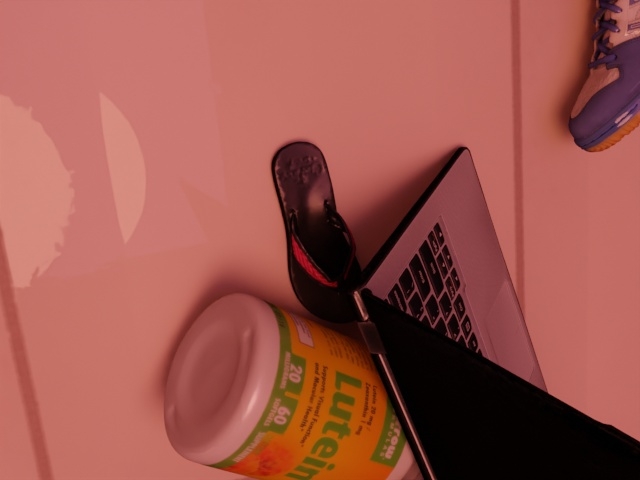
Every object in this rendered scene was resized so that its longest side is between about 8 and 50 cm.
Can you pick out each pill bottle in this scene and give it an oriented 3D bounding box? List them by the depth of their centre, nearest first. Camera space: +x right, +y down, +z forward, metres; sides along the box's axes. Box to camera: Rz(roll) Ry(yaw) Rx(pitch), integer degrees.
[{"bbox_3d":[0.002,0.148,0.644,0.245,0.136,0.136,27,90,-34],"label":"pill bottle"}]

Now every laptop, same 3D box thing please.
[{"bbox_3d":[0.204,0.160,0.588,0.408,0.236,0.382,-48,123,-47],"label":"laptop"}]

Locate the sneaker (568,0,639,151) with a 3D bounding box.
[{"bbox_3d":[0.306,-0.233,0.731,0.131,0.112,0.297,30,87,-10],"label":"sneaker"}]

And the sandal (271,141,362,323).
[{"bbox_3d":[0.000,0.000,0.667,0.067,0.040,0.179,-23,111,-18],"label":"sandal"}]
